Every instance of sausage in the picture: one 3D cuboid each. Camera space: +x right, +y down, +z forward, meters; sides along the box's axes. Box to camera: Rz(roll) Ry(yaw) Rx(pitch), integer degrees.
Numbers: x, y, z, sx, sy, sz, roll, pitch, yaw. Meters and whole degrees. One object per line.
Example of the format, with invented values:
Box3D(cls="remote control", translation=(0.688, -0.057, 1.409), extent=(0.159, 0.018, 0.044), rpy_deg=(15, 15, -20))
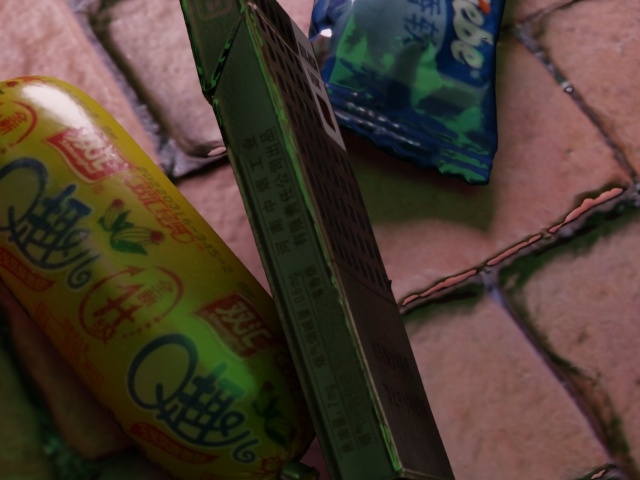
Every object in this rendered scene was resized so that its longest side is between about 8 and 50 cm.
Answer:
Box3D(cls="sausage", translation=(-0.118, 0.027, 0.963), extent=(0.123, 0.123, 0.347), rpy_deg=(-33, 72, -29))

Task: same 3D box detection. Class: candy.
Box3D(cls="candy", translation=(0.067, -0.202, 1.183), extent=(0.187, 0.077, 0.331), rpy_deg=(17, 60, -12))

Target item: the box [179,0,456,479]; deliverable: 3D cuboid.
Box3D(cls="box", translation=(0.000, 0.000, 0.953), extent=(0.047, 0.180, 0.324), rpy_deg=(-21, 75, 10))
